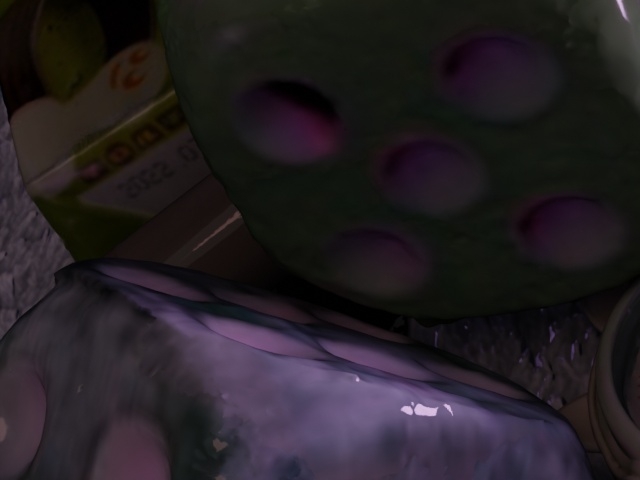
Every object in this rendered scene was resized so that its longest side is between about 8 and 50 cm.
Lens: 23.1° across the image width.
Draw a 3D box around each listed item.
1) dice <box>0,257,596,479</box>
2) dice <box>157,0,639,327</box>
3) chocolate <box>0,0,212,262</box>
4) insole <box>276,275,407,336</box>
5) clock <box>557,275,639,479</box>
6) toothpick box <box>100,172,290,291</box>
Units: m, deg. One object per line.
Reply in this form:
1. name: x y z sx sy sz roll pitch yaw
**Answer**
1. dice: -0.041 0.211 0.987 0.330 0.328 0.348 13 88 52
2. dice: 0.098 -0.153 1.090 0.318 0.330 0.322 -10 46 26
3. chocolate: -0.146 -0.168 1.375 0.288 0.137 0.301 -31 53 13
4. insole: 0.000 0.000 1.311 0.119 0.009 0.348 -25 59 14
5. clock: 0.309 0.091 1.016 0.324 0.109 0.265 0 49 33
6. toothpick box: -0.099 0.019 1.282 0.180 0.111 0.111 -37 56 14
